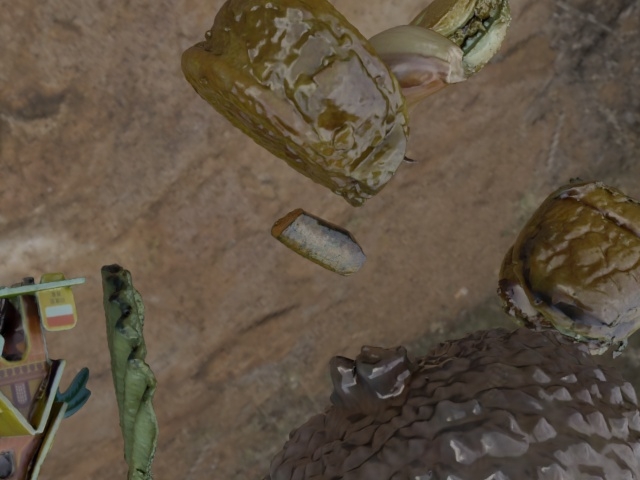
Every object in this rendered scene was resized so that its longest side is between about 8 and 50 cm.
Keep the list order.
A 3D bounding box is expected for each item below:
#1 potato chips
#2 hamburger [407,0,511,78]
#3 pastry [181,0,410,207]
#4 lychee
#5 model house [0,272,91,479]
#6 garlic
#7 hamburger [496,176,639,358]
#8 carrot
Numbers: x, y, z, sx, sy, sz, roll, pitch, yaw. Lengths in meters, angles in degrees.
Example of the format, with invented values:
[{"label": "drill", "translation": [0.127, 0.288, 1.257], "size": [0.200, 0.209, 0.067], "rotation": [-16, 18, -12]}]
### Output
[{"label": "potato chips", "translation": [-0.290, 0.207, 1.588], "size": [0.070, 0.358, 0.429], "rotation": [-5, 146, -12]}, {"label": "hamburger", "translation": [0.226, -0.348, 1.707], "size": [0.122, 0.215, 0.189], "rotation": [42, 94, -14]}, {"label": "pastry", "translation": [-0.012, -0.149, 1.008], "size": [0.132, 0.235, 0.240], "rotation": [-54, -178, -3]}, {"label": "lychee", "translation": [0.136, 0.270, 0.877], "size": [0.380, 0.380, 0.432], "rotation": [-34, 101, -14]}, {"label": "model house", "translation": [-0.405, 0.219, 1.433], "size": [0.340, 0.300, 0.323], "rotation": [-7, 87, -44]}, {"label": "garlic", "translation": [0.082, -0.189, 1.249], "size": [0.128, 0.115, 0.206], "rotation": [-3, 155, -18]}, {"label": "hamburger", "translation": [0.315, 0.029, 1.200], "size": [0.206, 0.183, 0.130], "rotation": [-50, 160, -9]}, {"label": "carrot", "translation": [0.000, 0.000, 1.781], "size": [0.173, 0.082, 0.082], "rotation": [32, 101, -29]}]
